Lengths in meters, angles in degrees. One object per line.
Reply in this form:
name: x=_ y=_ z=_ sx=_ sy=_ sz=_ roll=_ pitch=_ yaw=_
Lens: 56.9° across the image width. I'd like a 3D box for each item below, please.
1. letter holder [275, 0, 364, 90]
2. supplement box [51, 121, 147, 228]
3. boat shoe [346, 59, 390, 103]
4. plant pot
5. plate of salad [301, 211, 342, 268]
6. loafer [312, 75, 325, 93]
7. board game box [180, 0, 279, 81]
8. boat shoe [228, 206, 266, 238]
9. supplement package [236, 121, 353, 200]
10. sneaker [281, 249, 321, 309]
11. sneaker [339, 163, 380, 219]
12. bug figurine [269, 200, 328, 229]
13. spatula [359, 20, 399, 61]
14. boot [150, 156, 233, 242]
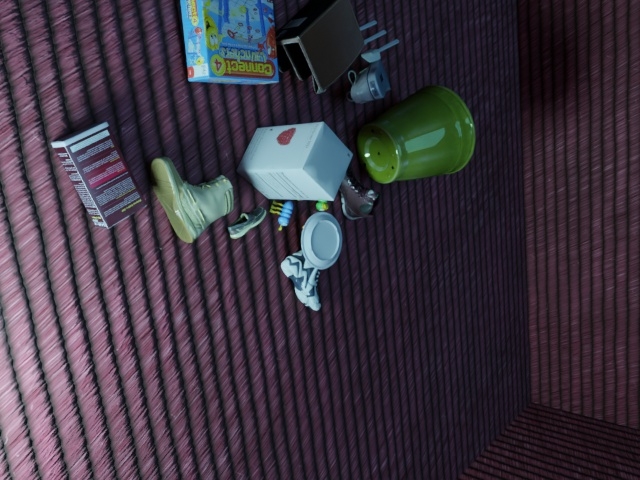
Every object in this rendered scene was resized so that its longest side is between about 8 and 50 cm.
letter holder: x=-0.006 y=-0.661 z=1.997 sx=0.301 sy=0.152 sz=0.214 roll=-53 pitch=131 yaw=-30
supplement box: x=-0.555 y=-0.164 z=1.493 sx=0.130 sy=0.073 sz=0.239 roll=-39 pitch=120 yaw=-38
boat shoe: x=0.167 y=-0.579 z=2.213 sx=0.367 sy=0.157 sz=0.135 roll=-69 pitch=140 yaw=-60
plant pot: x=0.344 y=-0.383 z=2.293 sx=0.353 sy=0.367 sz=0.366 roll=-25 pitch=112 yaw=-32
plate of salad: x=0.000 y=0.000 z=2.041 sx=0.200 sy=0.048 sz=0.199 roll=-1 pitch=92 yaw=-45
loafer: x=-0.012 y=-0.579 z=2.077 sx=0.039 sy=0.045 sz=0.125 roll=-32 pitch=119 yaw=-34
board game box: x=-0.262 y=-0.622 z=1.741 sx=0.308 sy=0.086 sz=0.301 roll=-17 pitch=106 yaw=-52
boat shoe: x=-0.232 y=-0.065 z=1.873 sx=0.152 sy=0.056 sz=0.049 roll=-47 pitch=131 yaw=-34
supplement package: x=-0.081 y=-0.244 z=1.845 sx=0.175 sy=0.293 sz=0.177 roll=41 pitch=63 yaw=-42
sneaker: x=-0.028 y=0.123 z=2.086 sx=0.153 sy=0.094 sz=0.235 roll=-43 pitch=114 yaw=-26
sneaker: x=0.144 y=-0.207 z=2.194 sx=0.106 sy=0.163 sz=0.281 roll=-41 pitch=123 yaw=-38
bug figurine: x=-0.045 y=-0.107 z=2.063 sx=0.279 sy=0.072 sz=0.216 roll=25 pitch=75 yaw=-46
spatula: x=0.192 y=-0.760 z=2.237 sx=0.168 sy=0.019 sz=0.242 roll=43 pitch=47 yaw=9
boot: x=-0.359 y=-0.151 z=1.694 sx=0.203 sy=0.095 sz=0.261 roll=-41 pitch=124 yaw=-37
